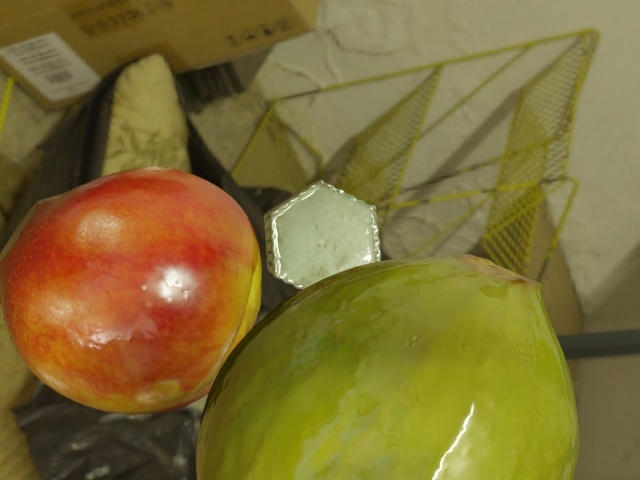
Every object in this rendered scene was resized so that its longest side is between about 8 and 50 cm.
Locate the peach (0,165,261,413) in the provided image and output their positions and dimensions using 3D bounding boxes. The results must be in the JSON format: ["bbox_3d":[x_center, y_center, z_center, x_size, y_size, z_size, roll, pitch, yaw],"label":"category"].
[{"bbox_3d":[-0.278,0.071,1.442,0.388,0.388,0.388,30,55,-58],"label":"peach"}]

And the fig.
[{"bbox_3d":[0.061,0.167,0.856,0.343,0.343,0.343,30,55,-58],"label":"fig"}]

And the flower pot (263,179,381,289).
[{"bbox_3d":[0.000,0.000,1.945,0.209,0.239,0.189,-63,-176,-2],"label":"flower pot"}]
